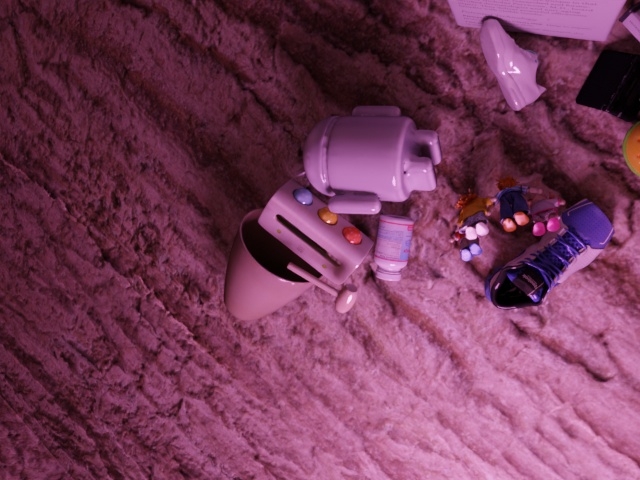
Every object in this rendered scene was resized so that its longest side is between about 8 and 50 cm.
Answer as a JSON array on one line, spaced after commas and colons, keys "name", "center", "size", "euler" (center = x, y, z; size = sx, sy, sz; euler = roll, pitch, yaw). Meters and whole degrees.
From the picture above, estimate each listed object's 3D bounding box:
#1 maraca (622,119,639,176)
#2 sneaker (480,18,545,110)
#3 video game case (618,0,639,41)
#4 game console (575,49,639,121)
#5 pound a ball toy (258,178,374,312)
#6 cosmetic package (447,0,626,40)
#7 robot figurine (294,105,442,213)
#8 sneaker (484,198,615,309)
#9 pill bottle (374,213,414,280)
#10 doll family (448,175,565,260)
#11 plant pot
[{"name": "maraca", "center": [0.701, -0.170, 0.965], "size": [0.186, 0.099, 0.127], "euler": [45, 112, 0]}, {"name": "sneaker", "center": [0.426, -0.399, 1.050], "size": [0.094, 0.080, 0.212], "euler": [-30, 115, 11]}, {"name": "video game case", "center": [0.739, -0.393, 0.881], "size": [0.275, 0.035, 0.248], "euler": [-34, 81, -9]}, {"name": "game console", "center": [0.635, -0.330, 1.020], "size": [0.108, 0.071, 0.122], "euler": [20, 107, -11]}, {"name": "pound a ball toy", "center": [0.000, 0.000, 1.194], "size": [0.319, 0.208, 0.135], "euler": [38, 126, 2]}, {"name": "cosmetic package", "center": [0.425, -0.597, 0.871], "size": [0.328, 0.394, 0.329], "euler": [18, 102, 21]}, {"name": "robot figurine", "center": [0.107, -0.199, 1.162], "size": [0.354, 0.199, 0.299], "euler": [8, 68, 23]}, {"name": "sneaker", "center": [0.490, 0.059, 1.036], "size": [0.315, 0.182, 0.127], "euler": [-45, 80, 22]}, {"name": "pill bottle", "center": [0.183, 0.018, 1.217], "size": [0.087, 0.087, 0.160], "euler": [11, 101, 22]}, {"name": "doll family", "center": [0.401, -0.075, 1.079], "size": [0.263, 0.163, 0.118], "euler": [-21, 117, 25]}, {"name": "plant pot", "center": [-0.156, 0.093, 1.309], "size": [0.256, 0.257, 0.274], "euler": [47, 127, 12]}]
